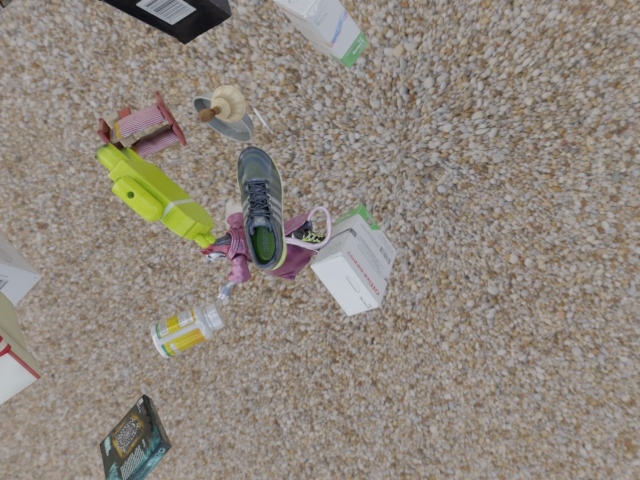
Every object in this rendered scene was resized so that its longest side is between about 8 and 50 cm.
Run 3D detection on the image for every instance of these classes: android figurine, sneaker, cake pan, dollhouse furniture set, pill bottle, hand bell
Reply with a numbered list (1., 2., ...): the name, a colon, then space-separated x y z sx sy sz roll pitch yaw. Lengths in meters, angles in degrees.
1. android figurine: -0.325 -0.087 0.852 0.273 0.248 0.056 44 93 -10
2. sneaker: -0.132 -0.069 0.953 0.111 0.121 0.299 -11 97 -4
3. cake pan: -0.414 -0.537 1.791 0.293 0.293 0.054 27 75 4
4. dollhouse furniture set: -0.581 -0.392 1.328 0.201 0.374 0.152 -29 132 -6
5. pill bottle: -0.425 0.284 1.338 0.209 0.117 0.117 -25 97 -10
6. hand bell: -0.335 -0.413 1.315 0.126 0.242 0.126 4 119 8
7. sneaker: 0.000 0.000 1.582 0.235 0.084 0.097 28 145 -5

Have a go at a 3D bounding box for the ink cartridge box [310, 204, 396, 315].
1. ink cartridge box: 0.112 0.056 1.279 0.122 0.289 0.211 -26 109 33

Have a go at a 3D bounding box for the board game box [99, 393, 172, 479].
1. board game box: -0.359 0.392 0.789 0.126 0.186 0.026 -50 120 -15

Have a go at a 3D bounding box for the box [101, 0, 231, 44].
1. box: -0.207 -0.361 0.507 0.093 0.156 0.158 -16 88 24

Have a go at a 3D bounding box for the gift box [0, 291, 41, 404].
1. gift box: -0.551 0.121 0.490 0.258 0.255 0.276 29 151 41

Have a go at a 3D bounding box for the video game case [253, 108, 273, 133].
1. video game case: -0.243 -0.509 1.770 0.011 0.122 0.087 -36 83 5

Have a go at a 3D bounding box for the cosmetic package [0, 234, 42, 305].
1. cosmetic package: -0.988 0.064 1.177 0.225 0.224 0.138 37 81 19

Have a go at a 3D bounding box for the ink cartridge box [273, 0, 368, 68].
1. ink cartridge box: 0.004 -0.558 1.049 0.093 0.212 0.154 -52 55 12

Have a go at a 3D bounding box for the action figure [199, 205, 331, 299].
1. action figure: -0.175 0.030 1.207 0.276 0.370 0.247 -19 75 45

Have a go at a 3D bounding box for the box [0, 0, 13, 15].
1. box: -0.586 -0.382 0.686 0.036 0.114 0.207 40 87 -24
